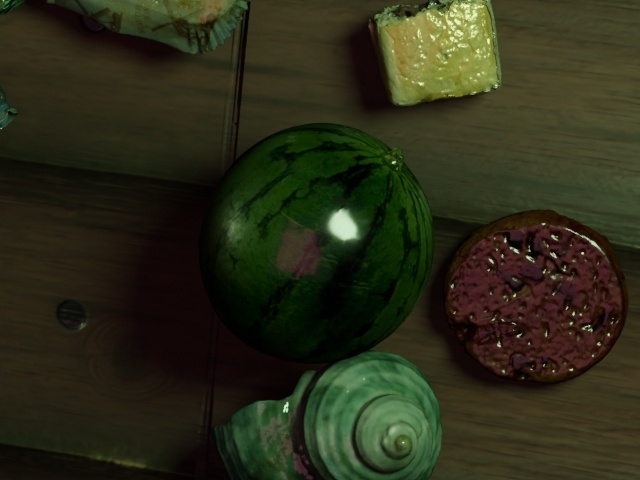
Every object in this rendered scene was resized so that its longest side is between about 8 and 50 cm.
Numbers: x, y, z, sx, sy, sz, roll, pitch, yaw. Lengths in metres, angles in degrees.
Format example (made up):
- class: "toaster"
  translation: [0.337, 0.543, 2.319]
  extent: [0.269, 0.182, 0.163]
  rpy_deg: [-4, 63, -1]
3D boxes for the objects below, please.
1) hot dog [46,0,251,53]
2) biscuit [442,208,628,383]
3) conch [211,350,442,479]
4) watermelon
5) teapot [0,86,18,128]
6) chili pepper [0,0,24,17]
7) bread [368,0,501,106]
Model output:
- class: "hot dog"
  translation: [-0.182, -0.292, 1.696]
  extent: [0.270, 0.082, 0.163]
  rpy_deg: [20, 94, 16]
- class: "biscuit"
  translation: [0.222, 0.058, 1.691]
  extent: [0.192, 0.049, 0.192]
  rpy_deg: [1, 102, 5]
- class: "conch"
  translation: [0.025, 0.207, 1.695]
  extent: [0.220, 0.277, 0.195]
  rpy_deg: [23, 77, -26]
- class: "watermelon"
  translation: [-0.003, 0.004, 1.628]
  extent: [0.242, 0.242, 0.242]
  rpy_deg: [2, 101, 12]
- class: "teapot"
  translation: [-0.377, -0.153, 1.779]
  extent: [0.063, 0.049, 0.083]
  rpy_deg: [-37, 91, 16]
- class: "chili pepper"
  translation: [-0.442, -0.326, 1.735]
  extent: [0.136, 0.099, 0.270]
  rpy_deg: [-36, 96, 25]
- class: "bread"
  translation: [0.116, -0.193, 1.651]
  extent: [0.125, 0.082, 0.106]
  rpy_deg: [-10, 109, 4]
